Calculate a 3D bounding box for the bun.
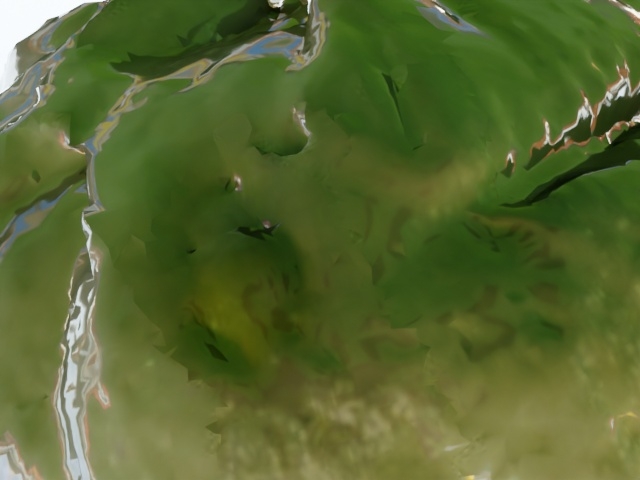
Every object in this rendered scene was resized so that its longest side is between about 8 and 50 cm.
[{"bbox_3d":[0.000,0.000,0.631,0.365,0.219,0.365,-15,-160,6],"label":"bun"}]
